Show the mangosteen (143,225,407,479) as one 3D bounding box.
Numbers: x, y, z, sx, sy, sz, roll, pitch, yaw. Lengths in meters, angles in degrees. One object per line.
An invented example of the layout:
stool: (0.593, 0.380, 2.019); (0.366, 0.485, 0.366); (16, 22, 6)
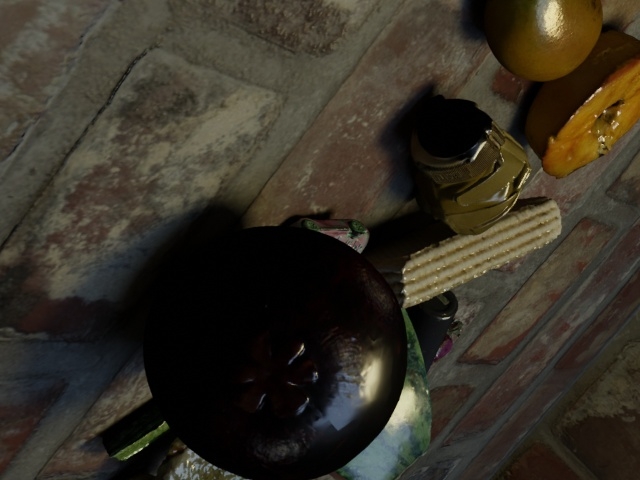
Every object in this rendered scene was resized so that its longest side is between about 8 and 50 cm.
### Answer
mangosteen: (-0.052, 0.124, 1.685); (0.307, 0.307, 0.347); (-48, -173, 5)

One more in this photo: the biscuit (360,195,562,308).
biscuit: (0.196, 0.014, 2.124); (0.144, 0.078, 0.426); (-4, -170, 42)

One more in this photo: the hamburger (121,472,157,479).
hamburger: (-0.264, 0.382, 2.003); (0.141, 0.081, 0.126); (-30, 154, -7)

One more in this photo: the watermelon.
watermelon: (0.057, 0.209, 2.150); (0.250, 0.283, 0.292); (-34, -174, 10)

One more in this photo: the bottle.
bottle: (0.166, 0.176, 2.437); (0.082, 0.072, 0.244); (-20, 148, -27)

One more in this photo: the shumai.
shumai: (-0.157, 0.294, 1.980); (0.201, 0.120, 0.201); (-19, 131, -23)

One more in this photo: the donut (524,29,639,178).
donut: (0.414, -0.207, 2.155); (0.253, 0.118, 0.253); (-41, 160, -19)

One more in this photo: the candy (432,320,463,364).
candy: (0.198, 0.203, 2.588); (0.175, 0.045, 0.043); (-34, 122, -24)

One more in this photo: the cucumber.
cucumber: (-0.204, 0.230, 1.893); (0.220, 0.046, 0.070); (-31, 157, -29)

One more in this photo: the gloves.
gloves: (0.205, -0.089, 1.945); (0.154, 0.141, 0.331); (-47, 159, -2)

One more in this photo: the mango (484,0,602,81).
mango: (0.270, -0.278, 1.761); (0.151, 0.120, 0.221); (-52, 151, 6)

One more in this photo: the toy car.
toy car: (0.000, 0.000, 1.844); (0.142, 0.055, 0.069); (0, 131, -44)
